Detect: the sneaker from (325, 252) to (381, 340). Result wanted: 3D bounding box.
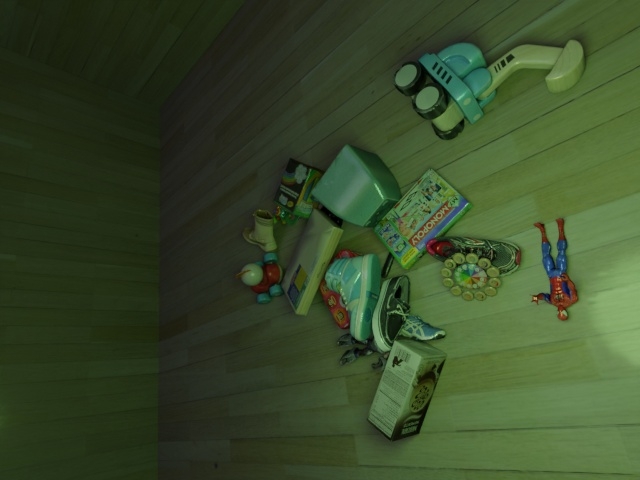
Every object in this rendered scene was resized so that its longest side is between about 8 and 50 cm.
[{"bbox_3d":[0.103,0.205,1.473,0.208,0.127,0.319,-3,63,31],"label":"sneaker"}]

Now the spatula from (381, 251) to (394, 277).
[{"bbox_3d":[0.288,0.005,1.550,0.084,0.030,0.296,18,94,45],"label":"spatula"}]

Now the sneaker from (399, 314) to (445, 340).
[{"bbox_3d":[0.336,0.302,1.399,0.211,0.080,0.081,-1,82,45],"label":"sneaker"}]

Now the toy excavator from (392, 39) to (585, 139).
[{"bbox_3d":[0.530,-0.537,1.315,0.445,0.222,0.433,-42,55,21],"label":"toy excavator"}]

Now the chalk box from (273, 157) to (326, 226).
[{"bbox_3d":[-0.085,-0.208,1.882,0.180,0.179,0.289,35,108,43],"label":"chalk box"}]

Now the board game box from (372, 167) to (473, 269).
[{"bbox_3d":[0.360,-0.079,1.456,0.317,0.046,0.213,-48,50,18],"label":"board game box"}]

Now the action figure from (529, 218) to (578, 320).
[{"bbox_3d":[0.636,0.079,1.103,0.091,0.139,0.280,-15,73,45],"label":"action figure"}]

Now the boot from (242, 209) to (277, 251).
[{"bbox_3d":[-0.325,-0.073,2.098,0.262,0.095,0.203,30,133,41],"label":"boot"}]

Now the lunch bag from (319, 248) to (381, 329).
[{"bbox_3d":[0.134,0.187,1.616,0.258,0.120,0.293,-46,53,24],"label":"lunch bag"}]

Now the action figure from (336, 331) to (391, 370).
[{"bbox_3d":[0.182,0.400,1.515,0.285,0.099,0.185,-27,81,49],"label":"action figure"}]

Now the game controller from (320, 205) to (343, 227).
[{"bbox_3d":[0.000,0.000,1.825,0.166,0.067,0.319,34,105,45],"label":"game controller"}]

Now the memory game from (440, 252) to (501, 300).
[{"bbox_3d":[0.471,0.118,1.264,0.186,0.012,0.186,16,128,22],"label":"memory game"}]

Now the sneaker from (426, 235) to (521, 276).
[{"bbox_3d":[0.481,0.048,1.283,0.299,0.112,0.121,4,84,46],"label":"sneaker"}]

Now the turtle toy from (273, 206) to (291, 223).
[{"bbox_3d":[-0.210,-0.133,2.072,0.130,0.066,0.095,-46,52,29],"label":"turtle toy"}]

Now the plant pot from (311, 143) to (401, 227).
[{"bbox_3d":[0.171,-0.185,1.577,0.252,0.248,0.247,50,117,26],"label":"plant pot"}]

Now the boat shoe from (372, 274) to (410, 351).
[{"bbox_3d":[0.263,0.244,1.402,0.102,0.108,0.301,-29,26,39],"label":"boat shoe"}]

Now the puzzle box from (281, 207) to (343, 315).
[{"bbox_3d":[-0.047,0.086,1.746,0.409,0.052,0.272,-66,26,13],"label":"puzzle box"}]

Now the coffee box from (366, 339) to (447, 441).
[{"bbox_3d":[0.289,0.494,1.342,0.119,0.168,0.297,24,99,46],"label":"coffee box"}]

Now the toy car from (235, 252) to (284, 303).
[{"bbox_3d":[-0.331,0.182,2.003,0.210,0.238,0.219,-33,58,37],"label":"toy car"}]
